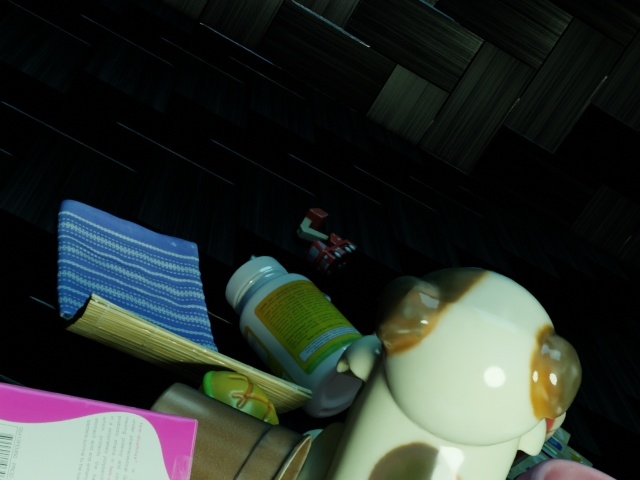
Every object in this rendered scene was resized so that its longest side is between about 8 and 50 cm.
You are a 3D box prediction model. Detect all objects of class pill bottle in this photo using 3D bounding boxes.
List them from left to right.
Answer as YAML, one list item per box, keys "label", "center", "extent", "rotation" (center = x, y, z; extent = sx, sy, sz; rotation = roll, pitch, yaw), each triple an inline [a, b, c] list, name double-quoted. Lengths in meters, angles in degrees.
- label: "pill bottle"
  center: [-0.036, 0.136, 1.610]
  extent: [0.136, 0.136, 0.246]
  rotation: [8, 30, -50]

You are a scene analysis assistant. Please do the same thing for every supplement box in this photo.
- label: "supplement box"
  center: [-0.243, 0.212, 1.030]
  extent: [0.220, 0.111, 0.114]
  rotation: [15, -20, -21]

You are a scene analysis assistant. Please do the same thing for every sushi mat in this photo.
- label: "sushi mat"
  center: [-0.171, 0.155, 1.390]
  extent: [0.316, 0.151, 0.019]
  rotation: [26, 62, -18]

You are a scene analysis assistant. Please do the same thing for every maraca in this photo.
- label: "maraca"
  center: [-0.095, 0.244, 1.322]
  extent: [0.186, 0.099, 0.127]
  rotation: [63, 13, 13]

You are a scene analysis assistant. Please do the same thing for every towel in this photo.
- label: "towel"
  center: [-0.273, 0.056, 1.590]
  extent: [0.243, 0.040, 0.336]
  rotation: [23, 21, -24]

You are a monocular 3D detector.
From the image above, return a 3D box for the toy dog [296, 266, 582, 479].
- label: "toy dog"
  center: [0.115, 0.207, 1.218]
  extent: [0.284, 0.408, 0.395]
  rotation: [29, 28, 12]

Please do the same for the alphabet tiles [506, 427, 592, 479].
- label: "alphabet tiles"
  center: [0.345, 0.347, 1.887]
  extent: [0.285, 0.011, 0.342]
  rotation: [36, 19, 12]

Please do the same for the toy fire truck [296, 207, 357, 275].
- label: "toy fire truck"
  center: [0.000, 0.000, 2.144]
  extent: [0.135, 0.047, 0.192]
  rotation: [36, 20, 12]

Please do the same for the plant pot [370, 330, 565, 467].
- label: "plant pot"
  center: [0.230, 0.226, 1.668]
  extent: [0.275, 0.275, 0.243]
  rotation: [8, 41, -51]

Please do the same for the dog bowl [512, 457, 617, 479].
- label: "dog bowl"
  center: [0.390, 0.465, 1.452]
  extent: [0.408, 0.150, 0.408]
  rotation: [28, 19, -11]

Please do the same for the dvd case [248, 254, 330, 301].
- label: "dvd case"
  center: [-0.058, 0.108, 1.830]
  extent: [0.164, 0.018, 0.221]
  rotation: [29, 19, -9]

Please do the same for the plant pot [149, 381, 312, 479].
- label: "plant pot"
  center: [-0.119, 0.249, 1.187]
  extent: [0.165, 0.167, 0.167]
  rotation: [29, 18, 11]
